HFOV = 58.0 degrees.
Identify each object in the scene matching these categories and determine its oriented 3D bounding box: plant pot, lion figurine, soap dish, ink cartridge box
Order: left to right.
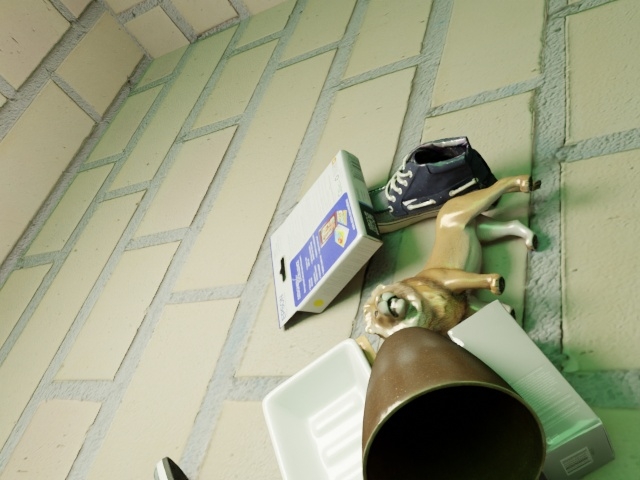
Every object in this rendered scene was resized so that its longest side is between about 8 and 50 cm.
[{"bbox_3d":[0.000,0.000,1.284,0.307,0.072,0.304,-52,31,31],"label":"ink cartridge box"},{"bbox_3d":[0.043,0.323,0.931,0.228,0.118,0.291,-36,38,5],"label":"soap dish"},{"bbox_3d":[0.146,0.214,0.767,0.215,0.215,0.230,-33,19,8],"label":"plant pot"},{"bbox_3d":[0.246,0.029,1.051,0.240,0.142,0.392,0,44,41],"label":"lion figurine"}]

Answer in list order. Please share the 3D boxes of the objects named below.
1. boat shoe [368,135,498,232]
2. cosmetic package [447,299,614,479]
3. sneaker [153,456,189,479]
[{"bbox_3d":[0.186,-0.121,1.207,0.340,0.158,0.127,-12,46,30],"label":"boat shoe"},{"bbox_3d":[0.293,0.214,0.827,0.107,0.127,0.238,-33,41,7],"label":"cosmetic package"},{"bbox_3d":[-0.282,0.536,0.996,0.178,0.124,0.295,-34,39,-8],"label":"sneaker"}]
